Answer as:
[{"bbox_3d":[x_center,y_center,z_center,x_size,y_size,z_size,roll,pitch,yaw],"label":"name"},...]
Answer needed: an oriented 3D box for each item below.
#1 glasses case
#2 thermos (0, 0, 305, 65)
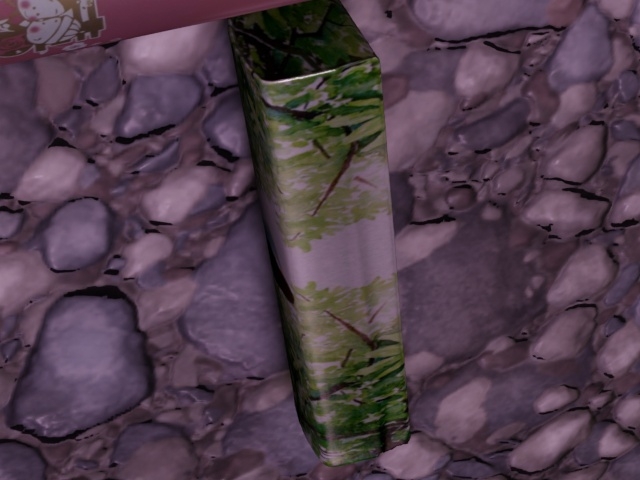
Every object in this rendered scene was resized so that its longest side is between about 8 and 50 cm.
[{"bbox_3d":[0.000,0.000,0.664,0.062,0.095,0.272,-16,130,-10],"label":"glasses case"},{"bbox_3d":[-0.073,-0.153,0.502,0.330,0.109,0.136,-14,118,-12],"label":"thermos"}]
